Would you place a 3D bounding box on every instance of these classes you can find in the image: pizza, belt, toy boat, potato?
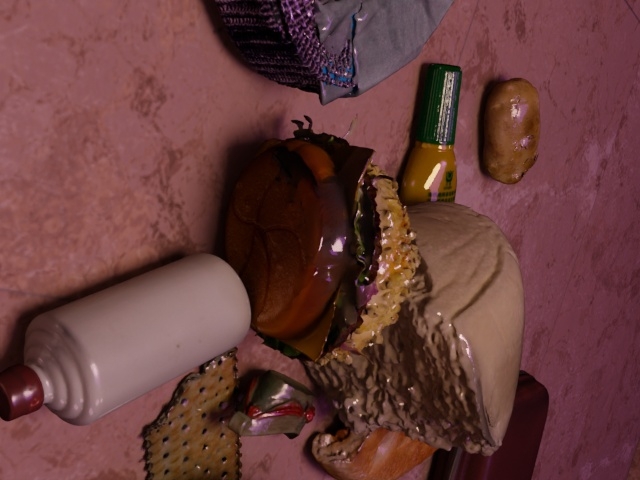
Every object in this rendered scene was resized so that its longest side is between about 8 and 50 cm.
[{"bbox_3d":[0.114,0.266,1.243,0.365,0.074,0.182,-8,112,-50],"label":"pizza"},{"bbox_3d":[0.026,-0.290,0.862,0.325,0.122,0.260,-38,125,-41],"label":"belt"},{"bbox_3d":[-0.051,0.195,0.992,0.071,0.089,0.185,-58,158,-3],"label":"toy boat"},{"bbox_3d":[0.288,-0.163,1.284,0.107,0.080,0.170,-45,135,-49],"label":"potato"}]

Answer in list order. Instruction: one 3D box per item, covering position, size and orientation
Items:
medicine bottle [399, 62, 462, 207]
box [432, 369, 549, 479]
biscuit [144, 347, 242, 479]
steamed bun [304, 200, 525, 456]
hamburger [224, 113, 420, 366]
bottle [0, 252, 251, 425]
[{"bbox_3d":[0.150,-0.104,1.140,0.095,0.064,0.260,-8,111,-41],"label":"medicine bottle"},{"bbox_3d":[0.285,0.422,1.497,0.263,0.108,0.403,-1,105,-53],"label":"box"},{"bbox_3d":[-0.139,0.233,0.950,0.144,0.016,0.203,-26,125,-44],"label":"biscuit"},{"bbox_3d":[0.139,0.120,1.020,0.274,0.272,0.290,-32,139,-26],"label":"steamed bun"},{"bbox_3d":[0.000,0.000,0.857,0.139,0.243,0.261,4,100,-34],"label":"hamburger"},{"bbox_3d":[-0.180,0.093,0.767,0.245,0.104,0.104,-25,123,-46],"label":"bottle"}]
